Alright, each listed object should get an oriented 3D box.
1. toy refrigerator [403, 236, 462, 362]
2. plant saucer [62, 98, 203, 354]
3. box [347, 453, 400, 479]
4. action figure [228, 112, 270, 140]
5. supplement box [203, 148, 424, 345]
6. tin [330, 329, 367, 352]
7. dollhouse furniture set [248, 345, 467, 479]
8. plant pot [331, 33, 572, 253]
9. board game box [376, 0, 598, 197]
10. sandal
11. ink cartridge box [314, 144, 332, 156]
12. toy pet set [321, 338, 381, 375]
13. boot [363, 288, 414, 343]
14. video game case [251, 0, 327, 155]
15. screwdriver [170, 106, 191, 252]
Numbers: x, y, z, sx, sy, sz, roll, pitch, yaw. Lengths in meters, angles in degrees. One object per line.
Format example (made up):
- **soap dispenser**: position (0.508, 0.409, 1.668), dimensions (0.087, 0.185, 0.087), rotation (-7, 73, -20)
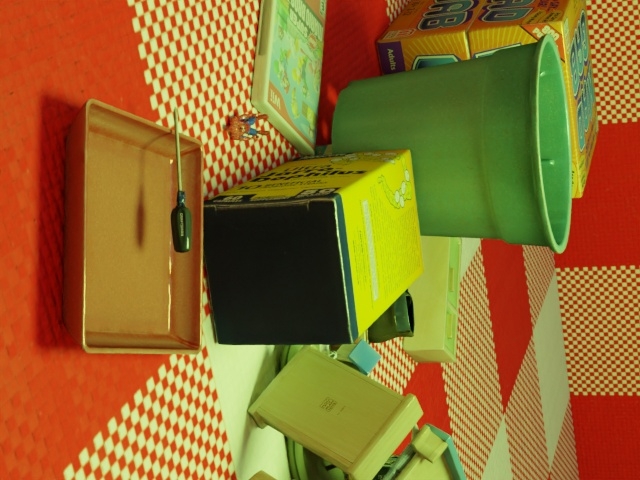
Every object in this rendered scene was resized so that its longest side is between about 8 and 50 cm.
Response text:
- **toy refrigerator**: position (0.234, 0.106, 2.343), dimensions (0.102, 0.094, 0.269), rotation (47, 45, -60)
- **plant saucer**: position (-0.208, -0.004, 1.273), dimensions (0.259, 0.048, 0.258), rotation (14, 74, -67)
- **box**: position (0.100, 0.522, 1.910), dimensions (0.257, 0.079, 0.322), rotation (29, 61, -76)
- **action figure**: position (-0.100, -0.158, 1.602), dimensions (0.115, 0.030, 0.038), rotation (-23, 114, -66)
- **supplement box**: position (0.000, 0.000, 1.609), dimensions (0.356, 0.194, 0.195), rotation (-35, 120, -66)
- **tin**: position (0.047, 0.132, 1.937), dimensions (0.106, 0.040, 0.189), rotation (8, 80, -65)
- **dollhouse furniture set**: position (0.029, 0.349, 1.638), dimensions (0.286, 0.198, 0.303), rotation (-48, 138, -22)
- **plant pot**: position (0.212, -0.145, 1.845), dimensions (0.341, 0.334, 0.341), rotation (-2, 90, -71)
- **board game box**: position (0.354, -0.310, 2.345), dimensions (0.356, 0.356, 0.356), rotation (-57, 139, -57)
- **sandal**: position (0.004, 0.276, 1.731), dimensions (0.120, 0.086, 0.302), rotation (-53, 139, -58)
- **ink cartridge box**: position (0.018, -0.113, 1.871), dimensions (0.028, 0.048, 0.083), rotation (-9, 97, -68)
- **toy pet set**: position (0.044, 0.221, 1.829), dimensions (0.114, 0.065, 0.122), rotation (-48, 134, -36)
- **boot**: position (0.119, 0.078, 2.030), dimensions (0.082, 0.106, 0.219), rotation (43, 48, -61)
- **video game case**: position (-0.044, -0.299, 1.767), dimensions (0.204, 0.025, 0.285), rotation (41, 50, -62)
- **screwdriver**: position (-0.158, -0.070, 1.312), dimensions (0.024, 0.025, 0.170), rotation (16, 73, -68)
